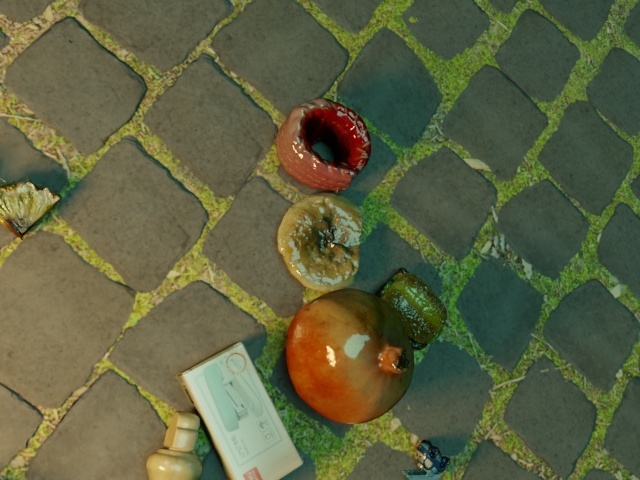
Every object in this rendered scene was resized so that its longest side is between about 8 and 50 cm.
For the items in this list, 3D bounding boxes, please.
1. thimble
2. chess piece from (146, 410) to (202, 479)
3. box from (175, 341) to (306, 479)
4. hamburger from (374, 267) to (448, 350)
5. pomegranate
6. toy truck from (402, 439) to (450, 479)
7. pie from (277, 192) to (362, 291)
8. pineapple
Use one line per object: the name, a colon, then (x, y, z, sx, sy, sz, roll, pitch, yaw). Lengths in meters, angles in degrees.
thimble: (0.005, -0.201, 1.490, 0.189, 0.125, 0.163, 36, 69, -11)
chess piece: (-0.279, 0.499, 1.239, 0.117, 0.117, 0.397, 15, 72, -18)
box: (-0.150, 0.336, 1.338, 0.135, 0.079, 0.269, -26, 89, -24)
hamburger: (0.196, 0.149, 1.511, 0.137, 0.087, 0.166, -44, 96, -23)
pomegranate: (0.067, 0.217, 1.347, 0.229, 0.270, 0.252, -20, 93, -32)
toy truck: (0.215, 0.466, 1.472, 0.090, 0.056, 0.073, -45, 103, -11)
pie: (-0.001, 0.001, 1.486, 0.185, 0.052, 0.218, 7, 74, -15)
pineapple: (-0.535, -0.058, 1.277, 0.137, 0.069, 0.116, -3, 79, -24)
